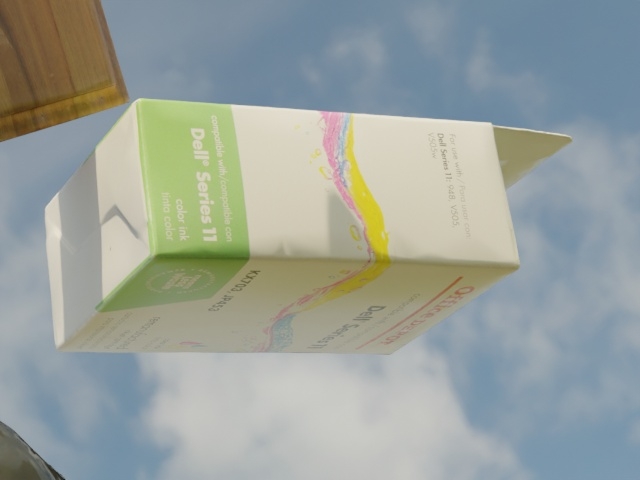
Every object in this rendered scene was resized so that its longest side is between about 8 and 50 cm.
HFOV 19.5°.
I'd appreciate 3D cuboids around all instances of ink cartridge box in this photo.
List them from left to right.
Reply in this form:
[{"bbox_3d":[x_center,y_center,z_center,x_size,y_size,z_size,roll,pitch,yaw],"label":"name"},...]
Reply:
[{"bbox_3d":[0.000,0.000,1.354,0.353,0.119,0.207,2,-22,-27],"label":"ink cartridge box"}]

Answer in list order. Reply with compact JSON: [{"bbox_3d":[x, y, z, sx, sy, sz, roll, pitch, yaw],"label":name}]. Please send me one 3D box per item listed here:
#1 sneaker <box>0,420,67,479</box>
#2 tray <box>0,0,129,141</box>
[{"bbox_3d":[-0.069,0.132,0.660,0.106,0.101,0.267,-56,-41,-28],"label":"sneaker"},{"bbox_3d":[-0.264,-0.265,1.233,0.076,0.411,0.203,-11,8,32],"label":"tray"}]
